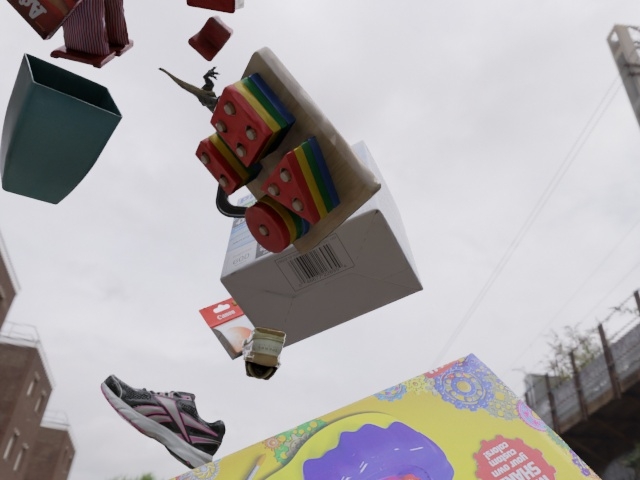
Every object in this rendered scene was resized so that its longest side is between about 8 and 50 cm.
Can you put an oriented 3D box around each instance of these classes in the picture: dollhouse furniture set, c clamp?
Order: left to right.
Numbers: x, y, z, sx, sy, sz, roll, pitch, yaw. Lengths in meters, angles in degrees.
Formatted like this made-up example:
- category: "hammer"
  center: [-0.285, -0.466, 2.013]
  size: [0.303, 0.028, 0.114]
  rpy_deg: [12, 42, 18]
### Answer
- category: "dollhouse furniture set"
  center: [-0.351, -0.454, 1.165]
  size: [0.374, 0.152, 0.201]
  rpy_deg: [13, -52, 8]
- category: "c clamp"
  center: [-0.133, -0.099, 1.116]
  size: [0.137, 0.160, 0.022]
  rpy_deg: [-1, -16, 5]

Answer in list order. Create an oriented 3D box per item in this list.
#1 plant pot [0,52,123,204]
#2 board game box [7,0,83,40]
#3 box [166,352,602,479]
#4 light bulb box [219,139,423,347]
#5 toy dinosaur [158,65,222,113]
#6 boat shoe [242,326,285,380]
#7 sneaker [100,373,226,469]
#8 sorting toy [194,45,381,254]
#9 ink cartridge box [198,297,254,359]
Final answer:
- category: "plant pot"
  center: [-0.528, -0.202, 1.128]
  size: [0.166, 0.165, 0.234]
  rpy_deg: [19, -69, -40]
- category: "board game box"
  center: [-0.562, -0.526, 1.053]
  size: [0.145, 0.027, 0.281]
  rpy_deg: [-36, -75, 23]
- category: "box"
  center: [0.015, 0.266, 0.368]
  size: [0.290, 0.177, 0.279]
  rpy_deg: [-13, -49, -29]
- category: "light bulb box"
  center: [0.000, 0.000, 1.296]
  size: [0.358, 0.361, 0.225]
  rpy_deg: [-24, -62, 12]
- category: "toy dinosaur"
  center: [-0.293, -0.397, 1.549]
  size: [0.118, 0.064, 0.268]
  rpy_deg: [-18, -35, 36]
- category: "boat shoe"
  center: [-0.070, 0.138, 0.671]
  size: [0.050, 0.045, 0.135]
  rpy_deg: [11, -25, -3]
- category: "sneaker"
  center: [-0.204, 0.228, 0.766]
  size: [0.178, 0.077, 0.072]
  rpy_deg: [37, -28, -1]
- category: "sorting toy"
  center: [-0.073, -0.104, 0.878]
  size: [0.255, 0.089, 0.257]
  rpy_deg: [51, -32, 1]
- category: "ink cartridge box"
  center: [-0.233, 0.232, 1.626]
  size: [0.145, 0.179, 0.045]
  rpy_deg: [-19, -26, -44]
